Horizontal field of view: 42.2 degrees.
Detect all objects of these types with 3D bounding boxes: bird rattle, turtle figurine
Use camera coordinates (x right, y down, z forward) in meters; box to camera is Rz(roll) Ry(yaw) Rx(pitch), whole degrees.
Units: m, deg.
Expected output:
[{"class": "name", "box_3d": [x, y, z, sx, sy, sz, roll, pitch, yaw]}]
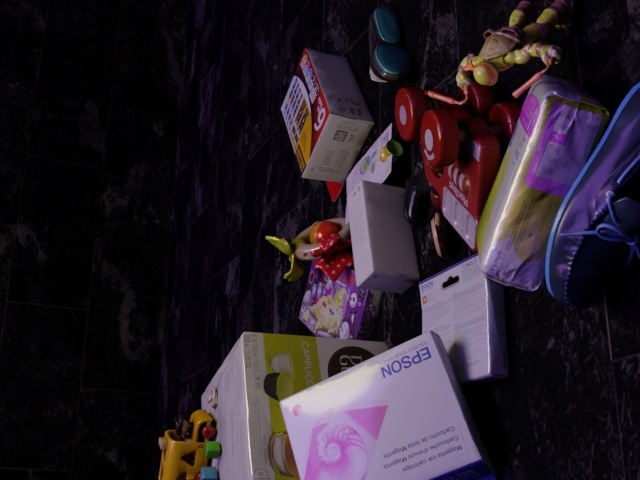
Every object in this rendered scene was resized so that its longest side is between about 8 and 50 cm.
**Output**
[{"class": "bird rattle", "box_3d": [0.000, 0.000, 2.002, 0.253, 0.143, 0.207, -15, 23, 44]}, {"class": "turtle figurine", "box_3d": [0.303, -0.318, 1.374, 0.217, 0.087, 0.269, -46, 21, -25]}]

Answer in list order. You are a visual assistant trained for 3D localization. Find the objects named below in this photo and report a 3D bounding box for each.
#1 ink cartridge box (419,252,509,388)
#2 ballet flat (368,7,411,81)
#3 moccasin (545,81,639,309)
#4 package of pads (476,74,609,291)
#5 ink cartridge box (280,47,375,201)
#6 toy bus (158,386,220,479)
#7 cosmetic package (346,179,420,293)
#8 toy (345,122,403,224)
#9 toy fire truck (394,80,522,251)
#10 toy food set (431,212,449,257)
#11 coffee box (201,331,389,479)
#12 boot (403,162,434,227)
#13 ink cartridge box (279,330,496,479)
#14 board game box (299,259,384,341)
[{"class": "ink cartridge box", "box_3d": [0.257, 0.157, 1.515, 0.223, 0.045, 0.224, 145, 131, -59]}, {"class": "ballet flat", "box_3d": [0.155, -0.430, 1.931, 0.096, 0.095, 0.280, 108, 167, -44]}, {"class": "moccasin", "box_3d": [0.412, -0.053, 1.125, 0.117, 0.138, 0.342, 43, 121, 54]}, {"class": "package of pads", "box_3d": [0.331, -0.092, 1.270, 0.229, 0.101, 0.296, -63, -9, -71]}, {"class": "ink cartridge box", "box_3d": [0.000, -0.300, 2.177, 0.309, 0.130, 0.271, -107, 33, -46]}, {"class": "toy bus", "box_3d": [-0.287, 0.435, 1.749, 0.191, 0.104, 0.202, 117, 152, -43]}, {"class": "cosmetic package", "box_3d": [0.132, -0.008, 1.780, 0.085, 0.117, 0.231, 130, 144, -51]}, {"class": "toy", "box_3d": [0.127, -0.145, 1.909, 0.237, 0.056, 0.136, 125, 153, -53]}, {"class": "toy fire truck", "box_3d": [0.248, -0.148, 1.534, 0.302, 0.169, 0.253, -121, 27, -58]}, {"class": "toy food set", "box_3d": [0.232, -0.007, 1.617, 0.082, 0.020, 0.083, 56, -156, -61]}, {"class": "coffee box", "box_3d": [-0.044, 0.421, 1.738, 0.338, 0.334, 0.337, 123, 147, -49]}, {"class": "boot", "box_3d": [0.215, -0.097, 1.714, 0.099, 0.045, 0.121, -32, 52, 57]}, {"class": "ink cartridge box", "box_3d": [0.115, 0.370, 1.439, 0.324, 0.071, 0.330, -28, 60, 16]}, {"class": "board game box", "box_3d": [0.044, 0.153, 2.013, 0.347, 0.056, 0.208, 34, 109, 65]}]
